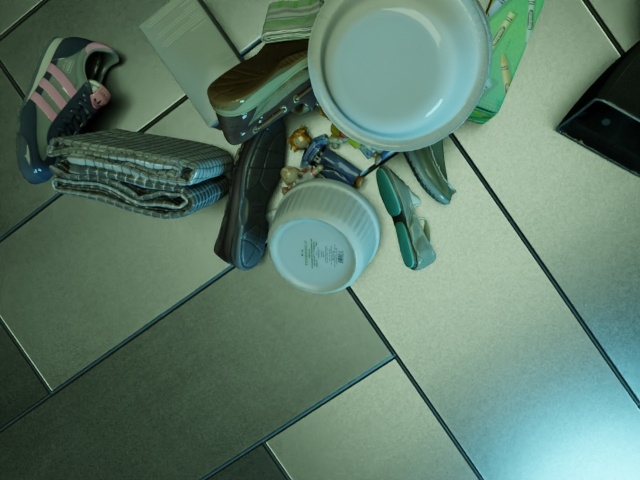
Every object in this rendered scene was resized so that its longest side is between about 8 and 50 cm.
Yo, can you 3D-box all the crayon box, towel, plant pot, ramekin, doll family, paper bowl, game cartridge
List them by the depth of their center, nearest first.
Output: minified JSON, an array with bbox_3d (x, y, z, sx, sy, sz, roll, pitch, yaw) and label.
[{"bbox_3d":[0.118,-0.277,0.965,0.284,0.148,0.284,7,116,14],"label":"paper bowl"},{"bbox_3d":[0.558,-0.238,1.073,0.188,0.187,0.167,31,86,4],"label":"plant pot"},{"bbox_3d":[0.314,-0.353,1.094,0.081,0.165,0.278,22,97,5],"label":"crayon box"},{"bbox_3d":[0.000,0.000,1.151,0.207,0.109,0.207,8,123,13],"label":"ramekin"},{"bbox_3d":[-0.050,-0.413,1.154,0.113,0.152,0.023,-4,134,6],"label":"towel"},{"bbox_3d":[-0.327,-0.124,1.163,0.284,0.235,0.121,10,105,8],"label":"towel"},{"bbox_3d":[0.026,-0.173,1.188,0.163,0.118,0.263,39,116,-4],"label":"doll family"},{"bbox_3d":[-0.069,-0.044,1.245,0.083,0.017,0.056,-26,88,9],"label":"game cartridge"}]

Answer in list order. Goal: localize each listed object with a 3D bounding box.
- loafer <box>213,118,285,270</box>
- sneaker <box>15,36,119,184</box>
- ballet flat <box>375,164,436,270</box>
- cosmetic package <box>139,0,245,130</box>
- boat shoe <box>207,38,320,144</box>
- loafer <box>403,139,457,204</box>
[{"bbox_3d":[-0.148,-0.097,1.207,0.095,0.109,0.302,16,97,32],"label":"loafer"},{"bbox_3d":[-0.474,-0.253,1.183,0.131,0.112,0.319,3,70,5],"label":"sneaker"},{"bbox_3d":[0.167,-0.049,1.197,0.068,0.072,0.213,-19,93,-19],"label":"ballet flat"},{"bbox_3d":[-0.220,-0.342,1.197,0.127,0.107,0.238,-33,93,9],"label":"cosmetic package"},{"bbox_3d":[-0.054,-0.286,1.129,0.123,0.342,0.123,23,142,33],"label":"boat shoe"},{"bbox_3d":[0.192,-0.185,1.159,0.087,0.094,0.251,-28,89,6],"label":"loafer"}]
